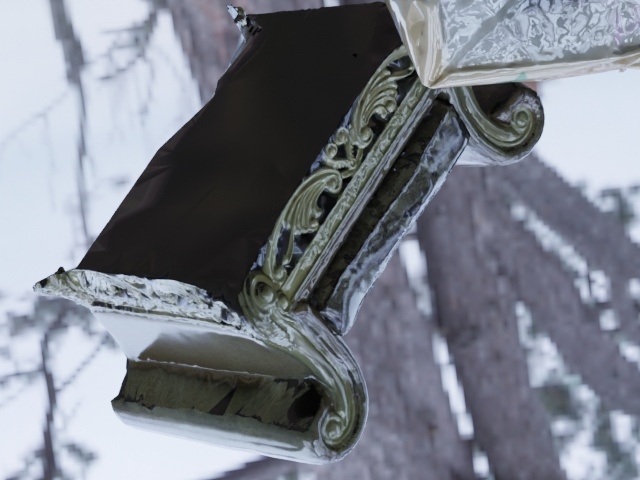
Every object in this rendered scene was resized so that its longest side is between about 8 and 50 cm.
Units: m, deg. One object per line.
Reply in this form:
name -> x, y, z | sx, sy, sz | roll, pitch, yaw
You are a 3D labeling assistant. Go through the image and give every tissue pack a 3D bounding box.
tissue pack -> 0.114, -0.143, 0.793 | 0.186, 0.090, 0.222 | -8, -157, -4

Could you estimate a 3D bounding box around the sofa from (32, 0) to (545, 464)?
sofa -> 0.000, 0.000, 1.020 | 0.200, 0.182, 0.258 | 2, -128, 49
